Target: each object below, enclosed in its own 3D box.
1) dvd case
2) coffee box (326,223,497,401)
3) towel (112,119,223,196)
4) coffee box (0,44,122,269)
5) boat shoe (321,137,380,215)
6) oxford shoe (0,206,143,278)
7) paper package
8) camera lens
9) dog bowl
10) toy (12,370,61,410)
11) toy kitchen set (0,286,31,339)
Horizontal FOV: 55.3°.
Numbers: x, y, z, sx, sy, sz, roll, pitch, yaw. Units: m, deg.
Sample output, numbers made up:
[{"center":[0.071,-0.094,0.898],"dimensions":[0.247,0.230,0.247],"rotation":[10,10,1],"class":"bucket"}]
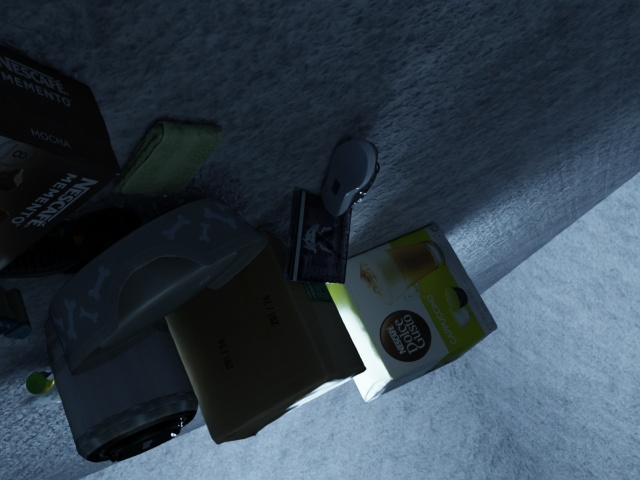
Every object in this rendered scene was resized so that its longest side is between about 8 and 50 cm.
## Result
[{"center":[0.000,0.000,1.182],"dimensions":[0.018,0.164,0.221],"rotation":[5,177,28],"class":"dvd case"},{"center":[0.227,0.214,1.739],"dimensions":[0.335,0.337,0.338],"rotation":[-21,161,-17],"class":"coffee box"},{"center":[-0.201,-0.105,0.812],"dimensions":[0.110,0.027,0.148],"rotation":[-7,152,-48],"class":"towel"},{"center":[-0.368,-0.048,0.591],"dimensions":[0.297,0.118,0.168],"rotation":[-33,159,17],"class":"coffee box"},{"center":[0.065,-0.115,1.073],"dimensions":[0.076,0.080,0.228],"rotation":[-29,163,-23],"class":"boat shoe"},{"center":[-0.362,0.020,0.838],"dimensions":[0.227,0.082,0.096],"rotation":[-10,157,-40],"class":"oxford shoe"},{"center":[-0.120,0.190,1.228],"dimensions":[0.310,0.324,0.168],"rotation":[-34,160,19],"class":"paper package"},{"center":[-0.367,0.249,1.128],"dimensions":[0.220,0.274,0.219],"rotation":[-24,161,-9],"class":"camera lens"},{"center":[-0.250,0.062,0.939],"dimensions":[0.349,0.102,0.349],"rotation":[-36,177,-2],"class":"dog bowl"},{"center":[-0.546,0.284,1.295],"dimensions":[0.137,0.056,0.237],"rotation":[-44,174,-2],"class":"toy"},{"center":[-0.536,0.150,0.877],"dimensions":[0.166,0.122,0.207],"rotation":[-29,161,6],"class":"toy kitchen set"}]
